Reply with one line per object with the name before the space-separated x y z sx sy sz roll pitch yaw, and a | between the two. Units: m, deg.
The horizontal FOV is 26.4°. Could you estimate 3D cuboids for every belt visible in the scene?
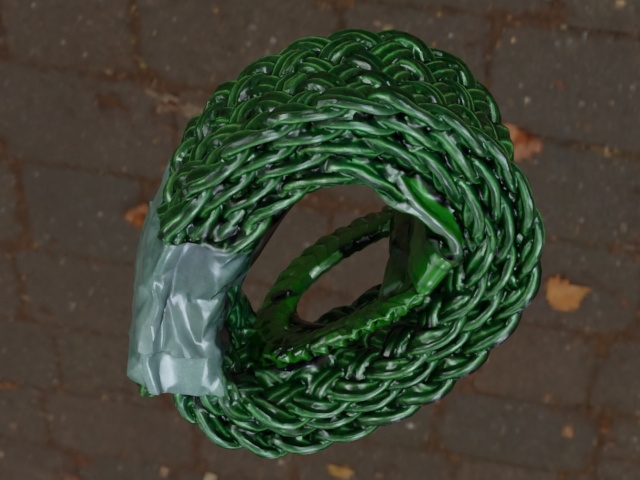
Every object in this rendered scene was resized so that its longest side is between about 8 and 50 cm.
belt | 0.000 0.000 0.461 0.121 0.079 0.151 32 112 -23
